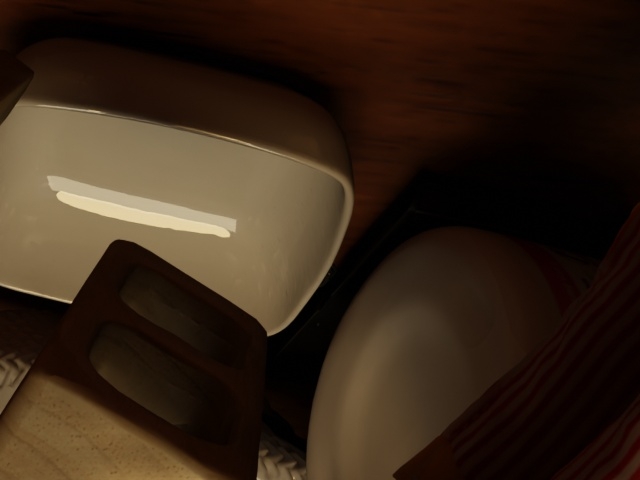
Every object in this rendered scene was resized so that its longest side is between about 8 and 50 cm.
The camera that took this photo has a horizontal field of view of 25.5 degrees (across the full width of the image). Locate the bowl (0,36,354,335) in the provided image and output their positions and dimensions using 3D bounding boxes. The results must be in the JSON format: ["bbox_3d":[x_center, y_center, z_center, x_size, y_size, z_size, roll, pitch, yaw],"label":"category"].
[{"bbox_3d":[-0.063,-0.024,0.542,0.142,0.053,0.142,12,149,-10],"label":"bowl"}]

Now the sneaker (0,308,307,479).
[{"bbox_3d":[-0.042,0.185,0.674,0.365,0.210,0.137,25,-174,-10],"label":"sneaker"}]

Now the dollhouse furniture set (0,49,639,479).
[{"bbox_3d":[0.000,0.000,0.353,0.374,0.152,0.201,36,103,-9],"label":"dollhouse furniture set"}]

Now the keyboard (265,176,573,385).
[{"bbox_3d":[0.024,0.024,0.636,0.108,0.023,0.180,10,148,-20],"label":"keyboard"}]

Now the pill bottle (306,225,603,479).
[{"bbox_3d":[0.151,0.098,0.588,0.283,0.160,0.160,14,149,-27],"label":"pill bottle"}]
